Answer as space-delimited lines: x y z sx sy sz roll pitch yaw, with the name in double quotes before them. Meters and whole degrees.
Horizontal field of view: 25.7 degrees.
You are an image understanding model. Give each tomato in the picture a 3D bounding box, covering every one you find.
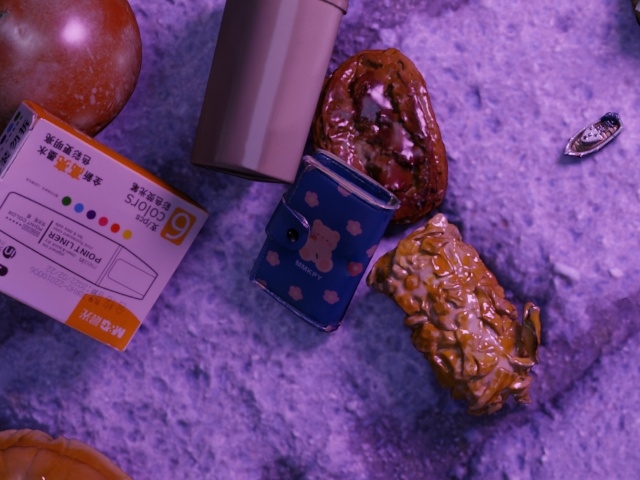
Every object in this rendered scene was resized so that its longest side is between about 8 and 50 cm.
"tomato" -0.370 -0.247 1.796 0.270 0.222 0.270 -1 84 9

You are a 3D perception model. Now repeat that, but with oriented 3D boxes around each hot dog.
"hot dog" 0.075 -0.128 1.750 0.160 0.099 0.227 -24 82 14

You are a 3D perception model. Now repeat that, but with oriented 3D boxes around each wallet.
"wallet" -0.001 0.001 1.724 0.141 0.059 0.202 36 124 16

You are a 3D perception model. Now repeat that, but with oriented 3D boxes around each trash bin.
"trash bin" -0.068 -0.199 1.725 0.121 0.243 0.247 14 89 -18

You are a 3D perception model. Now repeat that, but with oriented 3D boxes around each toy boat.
"toy boat" 0.334 -0.127 1.724 0.083 0.038 0.038 -34 78 6

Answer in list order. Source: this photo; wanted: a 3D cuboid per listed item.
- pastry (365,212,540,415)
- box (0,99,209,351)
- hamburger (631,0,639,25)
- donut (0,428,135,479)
"pastry" 0.177 0.093 1.697 0.154 0.102 0.250 -40 75 8
"box" -0.303 -0.015 1.741 0.221 0.274 0.091 -59 33 4
"hamburger" 0.471 -0.359 1.665 0.260 0.150 0.276 -33 77 5
"donut" -0.371 0.456 1.727 0.449 0.198 0.449 -1 85 10
